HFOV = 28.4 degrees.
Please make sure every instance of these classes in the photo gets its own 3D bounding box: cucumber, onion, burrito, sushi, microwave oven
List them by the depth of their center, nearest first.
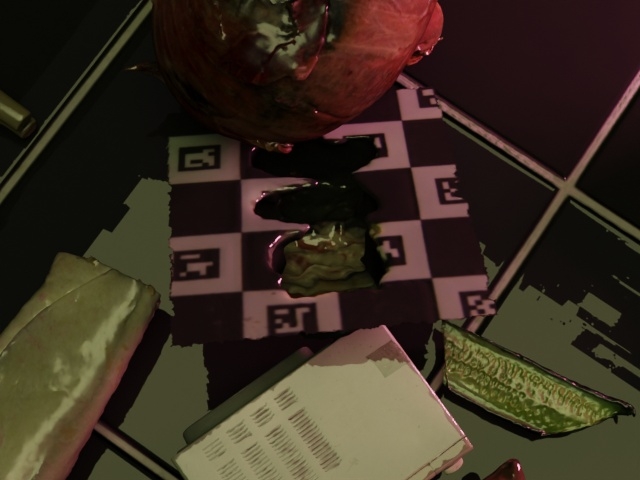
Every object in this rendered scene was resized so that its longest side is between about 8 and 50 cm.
[{"bbox_3d":[-0.004,0.207,1.244,0.240,0.145,0.194,-35,77,-8],"label":"microwave oven"},{"bbox_3d":[-0.036,-0.258,1.260,0.353,0.353,0.354,0,77,-1],"label":"onion"},{"bbox_3d":[0.000,0.000,1.264,0.296,0.100,0.373,-6,40,-3],"label":"sushi"},{"bbox_3d":[-0.282,0.157,1.273,0.143,0.105,0.299,29,79,15],"label":"burrito"},{"bbox_3d":[0.212,0.159,1.311,0.220,0.046,0.070,24,80,6],"label":"cucumber"}]

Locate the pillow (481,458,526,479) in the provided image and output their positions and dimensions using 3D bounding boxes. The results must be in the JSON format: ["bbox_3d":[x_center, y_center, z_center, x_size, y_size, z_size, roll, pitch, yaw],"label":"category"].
[{"bbox_3d":[0.110,0.396,1.178,0.308,0.108,0.305,-24,105,-11],"label":"pillow"}]

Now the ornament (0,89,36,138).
[{"bbox_3d":[-0.469,-0.117,1.352,0.245,0.061,0.230,36,81,6],"label":"ornament"}]
